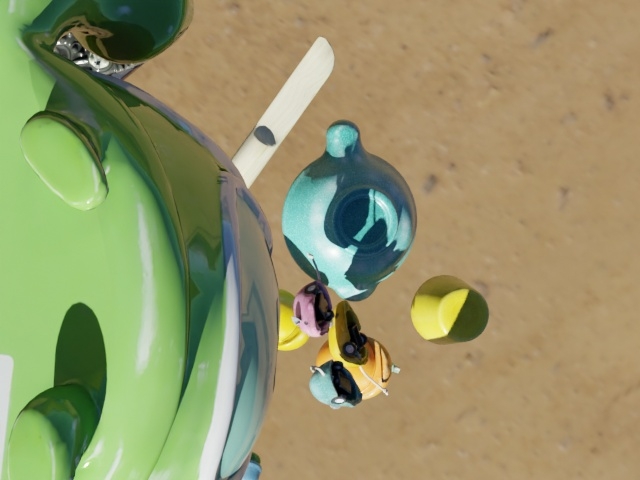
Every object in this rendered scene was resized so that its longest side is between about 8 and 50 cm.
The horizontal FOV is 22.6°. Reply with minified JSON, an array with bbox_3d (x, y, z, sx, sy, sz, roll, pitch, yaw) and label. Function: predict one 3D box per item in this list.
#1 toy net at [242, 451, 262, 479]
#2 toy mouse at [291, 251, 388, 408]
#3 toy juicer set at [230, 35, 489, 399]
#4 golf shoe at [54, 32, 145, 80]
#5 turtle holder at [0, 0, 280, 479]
[{"bbox_3d":[-0.167,0.306,1.840,0.232,0.045,0.122,-17,148,11],"label":"toy net"},{"bbox_3d":[0.002,0.096,1.426,0.031,0.143,0.161,-17,102,22],"label":"toy mouse"},{"bbox_3d":[0.000,0.000,1.522,0.209,0.089,0.329,-34,101,-11],"label":"toy juicer set"},{"bbox_3d":[-0.264,-0.185,1.707,0.273,0.105,0.120,-34,167,-10],"label":"golf shoe"},{"bbox_3d":[-0.141,0.015,0.812,0.243,0.320,0.227,-29,159,24],"label":"turtle holder"}]
